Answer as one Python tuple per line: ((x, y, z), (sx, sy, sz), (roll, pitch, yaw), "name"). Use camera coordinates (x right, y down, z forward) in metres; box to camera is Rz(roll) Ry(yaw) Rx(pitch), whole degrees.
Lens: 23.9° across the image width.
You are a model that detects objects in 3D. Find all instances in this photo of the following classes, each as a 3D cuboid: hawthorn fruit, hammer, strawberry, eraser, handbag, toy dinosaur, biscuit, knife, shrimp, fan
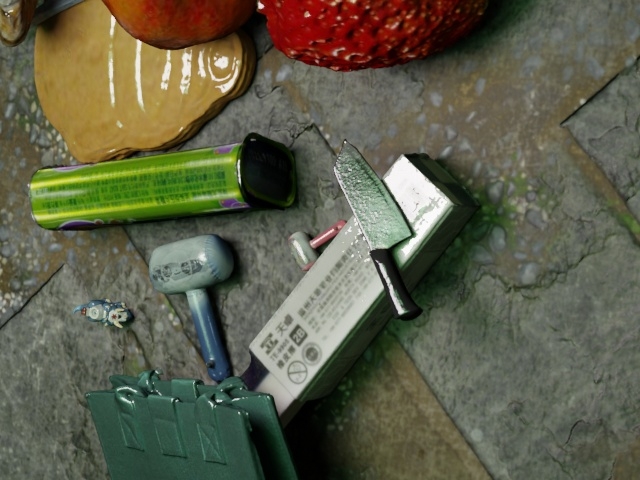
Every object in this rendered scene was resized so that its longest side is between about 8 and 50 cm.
((-0.182, -0.333, 1.858), (0.261, 0.224, 0.224), (144, 113, -67), "hawthorn fruit")
((-0.153, 0.092, 1.984), (0.116, 0.069, 0.194), (-15, 91, 29), "hammer")
((0.062, -0.313, 1.755), (0.276, 0.257, 0.257), (9, 95, 9), "strawberry")
((0.031, 0.077, 1.851), (0.098, 0.096, 0.404), (46, 112, 21), "eraser")
((-0.152, 0.285, 1.894), (0.326, 0.089, 0.239), (1, 111, 47), "handbag")
((-0.298, 0.099, 2.072), (0.083, 0.047, 0.031), (11, 97, 29), "toy dinosaur")
((-0.250, -0.269, 2.039), (0.351, 0.057, 0.312), (-9, 87, 31), "biscuit")
((0.071, -0.017, 1.762), (0.060, 0.028, 0.230), (-29, 73, 15), "knife")
((-0.407, -0.428, 2.017), (0.071, 0.233, 0.365), (0, 59, -6), "shrimp")
((-0.335, -0.337, 2.048), (0.282, 0.023, 0.057), (-22, 76, 31), "fan")
((0.000, 0.000, 1.910), (0.083, 0.031, 0.053), (-33, 77, 16), "hammer")

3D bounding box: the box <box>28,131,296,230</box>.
((-0.207, -0.072, 1.969), (0.345, 0.134, 0.097), (-5, 87, 31), "box")
